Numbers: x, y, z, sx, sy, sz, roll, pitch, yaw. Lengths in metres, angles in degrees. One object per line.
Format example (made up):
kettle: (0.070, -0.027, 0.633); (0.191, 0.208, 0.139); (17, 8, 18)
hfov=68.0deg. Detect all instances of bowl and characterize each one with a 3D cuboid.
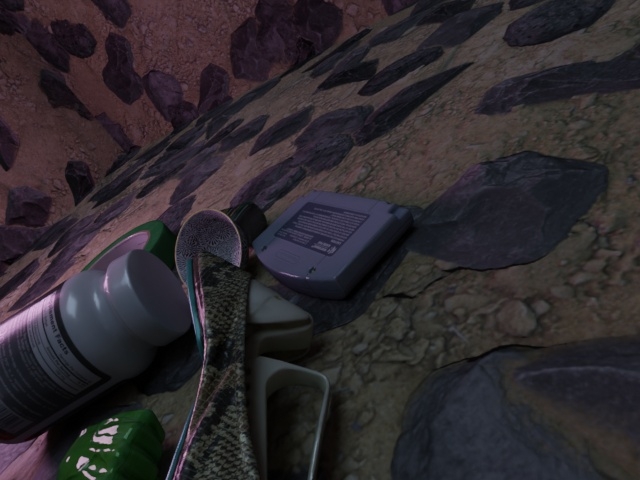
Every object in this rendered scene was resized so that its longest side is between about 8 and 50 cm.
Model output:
bowl: (-0.198, 0.025, 0.938); (0.170, 0.080, 0.170); (-2, 86, 30)

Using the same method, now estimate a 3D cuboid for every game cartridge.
game cartridge: (0.000, 0.000, 0.823); (0.196, 0.060, 0.294); (-41, 29, -18)

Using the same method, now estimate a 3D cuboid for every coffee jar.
coffee jar: (-0.213, -0.028, 1.063); (0.184, 0.079, 0.096); (-7, 39, 42)

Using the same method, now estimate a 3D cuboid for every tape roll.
tape roll: (-0.509, 0.082, 1.219); (0.321, 0.077, 0.321); (-26, 30, 17)

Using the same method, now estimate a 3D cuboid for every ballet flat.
ballet flat: (-0.081, 0.174, 0.576); (0.182, 0.164, 0.483); (-11, 36, -1)

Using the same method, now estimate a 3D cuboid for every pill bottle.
pill bottle: (-0.426, 0.181, 0.841); (0.362, 0.210, 0.210); (-31, 29, 6)

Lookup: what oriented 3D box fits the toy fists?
toy fists: (-0.279, 0.340, 0.569); (0.142, 0.096, 0.279); (-26, 30, 37)
